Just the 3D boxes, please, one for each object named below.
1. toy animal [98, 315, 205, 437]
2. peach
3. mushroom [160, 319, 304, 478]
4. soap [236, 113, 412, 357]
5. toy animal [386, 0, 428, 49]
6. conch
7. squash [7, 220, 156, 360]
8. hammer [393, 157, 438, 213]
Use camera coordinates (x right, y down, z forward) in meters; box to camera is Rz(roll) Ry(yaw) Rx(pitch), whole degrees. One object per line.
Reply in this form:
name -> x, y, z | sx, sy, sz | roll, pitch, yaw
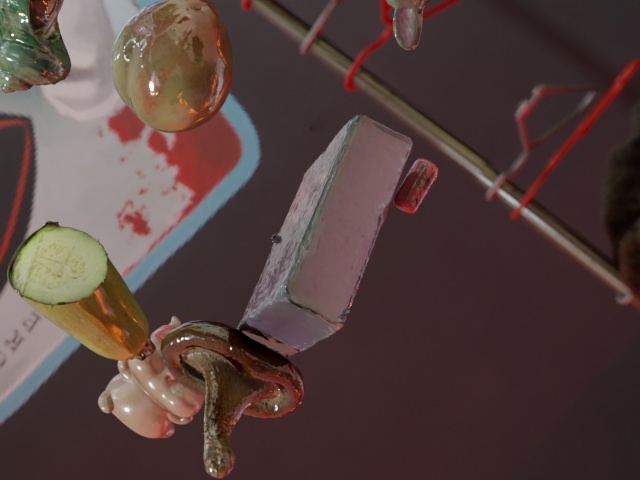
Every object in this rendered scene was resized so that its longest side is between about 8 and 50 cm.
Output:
toy animal -> -0.268, 0.244, 1.759 | 0.171, 0.197, 0.171 | 38, -162, -15
peach -> -0.311, -0.378, 2.154 | 0.247, 0.292, 0.292 | 6, -149, -26
mushroom -> -0.143, 0.233, 1.450 | 0.227, 0.148, 0.217 | 24, -139, -4
soap -> 0.000, 0.000, 1.451 | 0.107, 0.296, 0.285 | 25, 162, -8
toy animal -> 0.137, -0.448, 1.704 | 0.127, 0.125, 0.251 | -19, -97, -24
conch -> -0.478, -0.339, 1.684 | 0.122, 0.188, 0.176 | -3, -176, -11
squash -> -0.304, 0.107, 1.446 | 0.287, 0.137, 0.137 | 56, -178, -40
hammer -> 0.137, -0.077, 1.455 | 0.043, 0.083, 0.043 | 30, 170, 6
